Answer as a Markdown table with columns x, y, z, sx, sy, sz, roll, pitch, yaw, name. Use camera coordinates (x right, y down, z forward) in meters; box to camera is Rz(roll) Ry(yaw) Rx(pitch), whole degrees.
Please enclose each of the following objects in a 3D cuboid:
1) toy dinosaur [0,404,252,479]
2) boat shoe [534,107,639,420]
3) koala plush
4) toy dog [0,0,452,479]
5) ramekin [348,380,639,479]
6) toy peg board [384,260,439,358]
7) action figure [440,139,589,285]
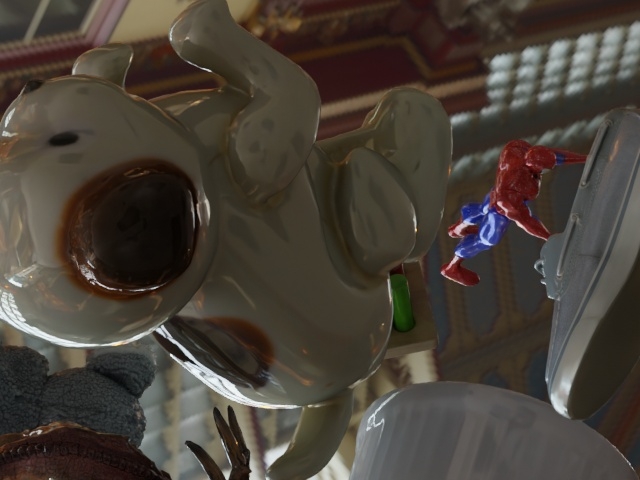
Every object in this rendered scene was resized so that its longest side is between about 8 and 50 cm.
| x | y | z | sx | sy | sz | roll | pitch | yaw | name |
| --- | --- | --- | --- | --- | --- | --- | --- | --- | --- |
| -0.159 | 0.184 | 1.050 | 0.296 | 0.200 | 0.127 | 17 | -115 | -40 | toy dinosaur |
| 0.201 | 0.013 | 1.001 | 0.081 | 0.227 | 0.079 | 22 | -176 | 42 | boat shoe |
| -0.276 | 0.177 | 1.386 | 0.221 | 0.203 | 0.196 | 9 | -118 | 1 | koala plush |
| -0.123 | -0.001 | 1.170 | 0.408 | 0.285 | 0.395 | 15 | -101 | -53 | toy dog |
| 0.145 | 0.265 | 1.274 | 0.277 | 0.277 | 0.135 | 32 | -128 | -7 | ramekin |
| 0.024 | 0.041 | 1.418 | 0.161 | 0.079 | 0.160 | -11 | -135 | 1 | toy peg board |
| 0.231 | -0.029 | 1.528 | 0.139 | 0.280 | 0.091 | 12 | -113 | -3 | action figure |
